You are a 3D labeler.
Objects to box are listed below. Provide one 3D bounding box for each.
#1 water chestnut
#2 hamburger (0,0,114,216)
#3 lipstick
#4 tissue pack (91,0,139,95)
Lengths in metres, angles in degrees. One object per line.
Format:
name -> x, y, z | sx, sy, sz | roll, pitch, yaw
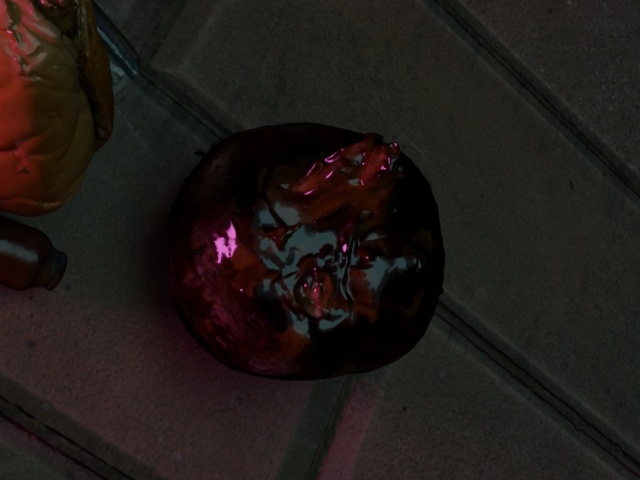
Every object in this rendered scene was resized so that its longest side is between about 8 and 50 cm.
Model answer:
water chestnut -> 0.000, 0.000, 1.315 | 0.335, 0.347, 0.335 | 12, 64, -26
hamburger -> -0.341, -0.170, 1.113 | 0.318, 0.319, 0.158 | 48, 50, -17
lipstick -> -0.442, -0.041, 1.139 | 0.418, 0.077, 0.077 | 25, 63, -29
tissue pack -> -0.301, -0.263, 1.252 | 0.081, 0.185, 0.257 | -42, 107, 1
